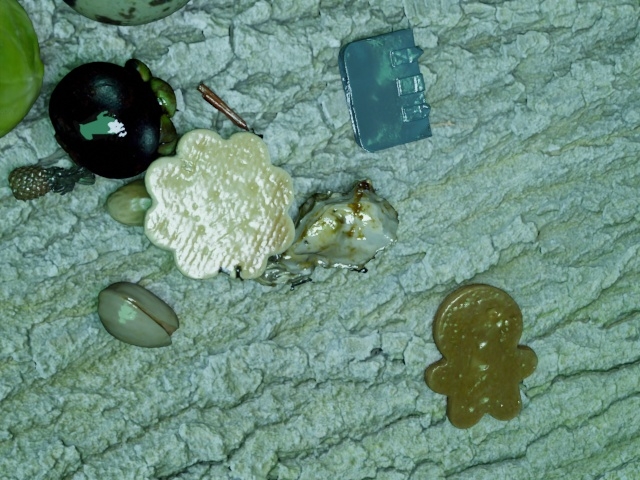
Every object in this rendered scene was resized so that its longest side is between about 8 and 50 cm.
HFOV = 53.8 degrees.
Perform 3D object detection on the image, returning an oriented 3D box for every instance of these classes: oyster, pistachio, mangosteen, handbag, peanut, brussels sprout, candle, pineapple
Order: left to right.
[{"bbox_3d":[-0.664,-0.324,1.112,0.343,0.268,0.344,2,82,-15],"label":"brussels sprout"},{"bbox_3d":[-0.534,-0.123,1.264,0.159,0.074,0.074,-9,104,-8],"label":"pineapple"},{"bbox_3d":[-0.383,-0.231,1.192,0.242,0.243,0.243,-2,103,-7],"label":"mangosteen"},{"bbox_3d":[-0.383,0.158,1.320,0.184,0.124,0.124,29,98,-20],"label":"pistachio"},{"bbox_3d":[-0.315,-0.064,1.283,0.236,0.110,0.120,4,97,-10],"label":"peanut"},{"bbox_3d":[-0.186,-0.261,1.302,0.167,0.021,0.026,40,75,-14],"label":"candle"},{"bbox_3d":[0.004,0.006,1.334,0.337,0.133,0.198,-32,106,4],"label":"oyster"},{"bbox_3d":[0.141,-0.312,1.316,0.179,0.062,0.229,-16,105,-7],"label":"handbag"}]

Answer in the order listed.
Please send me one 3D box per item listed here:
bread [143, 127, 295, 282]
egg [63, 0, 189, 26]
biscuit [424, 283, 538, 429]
[{"bbox_3d":[-0.195,-0.066,1.230,0.315,0.054,0.316,-1,93,-19],"label":"bread"},{"bbox_3d":[-0.305,-0.544,1.083,0.379,0.287,0.288,-38,105,-6],"label":"egg"},{"bbox_3d":[0.373,0.272,1.488,0.275,0.052,0.355,-13,104,-5],"label":"biscuit"}]
